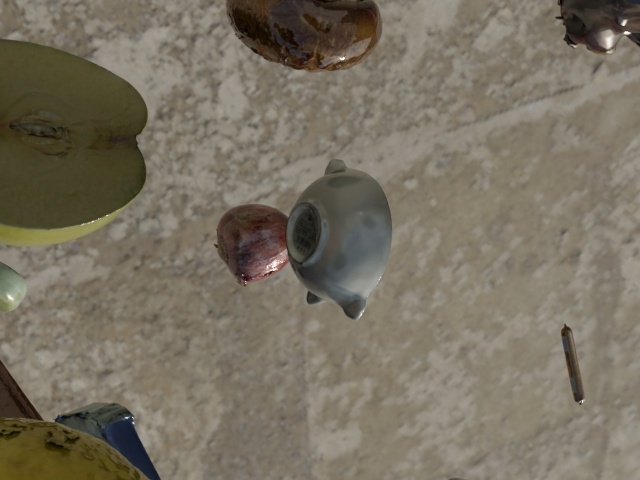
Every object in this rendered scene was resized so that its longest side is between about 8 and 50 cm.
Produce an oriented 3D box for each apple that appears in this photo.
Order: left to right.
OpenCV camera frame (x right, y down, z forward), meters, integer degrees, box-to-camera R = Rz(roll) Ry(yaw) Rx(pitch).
[{"bbox_3d":[-0.467,-0.157,1.677,0.360,0.311,0.320,6,101,-26],"label":"apple"}]

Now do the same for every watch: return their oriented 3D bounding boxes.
[{"bbox_3d":[-0.270,0.365,1.411,0.068,0.276,0.275,-17,101,-44],"label":"watch"}]

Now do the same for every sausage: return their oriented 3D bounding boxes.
[{"bbox_3d":[0.301,0.148,1.211,0.015,0.015,0.100,-13,93,-27],"label":"sausage"}]

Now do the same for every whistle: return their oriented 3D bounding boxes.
[{"bbox_3d":[-0.501,0.038,1.437,0.258,0.126,0.067,72,36,-60],"label":"whistle"}]

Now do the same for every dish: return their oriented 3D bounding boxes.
[{"bbox_3d":[0.000,0.000,1.492,0.086,0.236,0.228,7,133,-37],"label":"dish"}]

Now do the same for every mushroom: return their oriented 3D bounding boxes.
[{"bbox_3d":[-0.028,-0.345,1.583,0.253,0.253,0.153,2,108,-38],"label":"mushroom"}]

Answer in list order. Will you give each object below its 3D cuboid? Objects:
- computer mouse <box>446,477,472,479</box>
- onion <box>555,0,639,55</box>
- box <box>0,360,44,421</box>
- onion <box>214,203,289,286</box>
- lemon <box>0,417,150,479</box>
[{"bbox_3d":[0.137,0.395,1.279,0.231,0.079,0.128,-46,175,-12],"label":"computer mouse"},{"bbox_3d":[0.355,-0.280,0.940,0.221,0.280,0.281,-54,160,-50],"label":"onion"},{"bbox_3d":[-0.555,0.350,1.655,0.229,0.339,0.239,-36,150,-20],"label":"box"},{"bbox_3d":[-0.110,-0.005,2.017,0.194,0.159,0.159,-19,136,-20],"label":"onion"},{"bbox_3d":[-0.308,0.364,0.999,0.349,0.387,0.350,6,136,6],"label":"lemon"}]
